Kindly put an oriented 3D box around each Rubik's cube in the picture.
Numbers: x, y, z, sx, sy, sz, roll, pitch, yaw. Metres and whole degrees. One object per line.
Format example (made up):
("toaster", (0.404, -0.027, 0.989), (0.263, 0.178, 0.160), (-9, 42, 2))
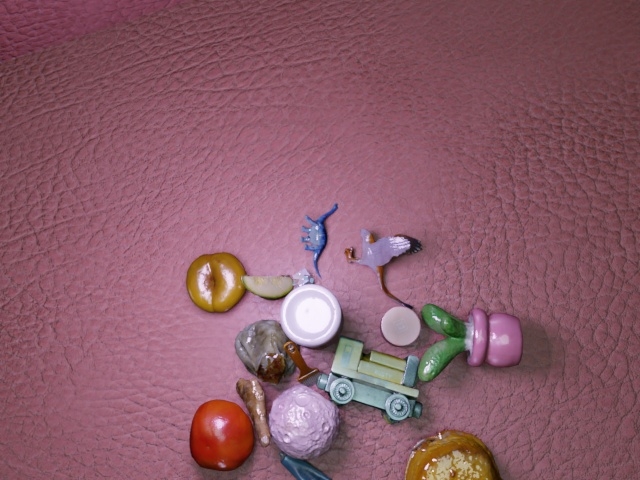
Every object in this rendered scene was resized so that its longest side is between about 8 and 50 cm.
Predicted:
("Rubik's cube", (-0.068, 0.166, 1.907), (0.084, 0.075, 0.073), (-44, 59, 8))

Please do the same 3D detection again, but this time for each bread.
("bread", (0.472, 0.847, 1.624), (0.336, 0.204, 0.358), (-19, 73, -5))

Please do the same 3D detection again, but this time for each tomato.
("tomato", (-0.365, 0.711, 1.722), (0.259, 0.180, 0.260), (2, 98, 15))

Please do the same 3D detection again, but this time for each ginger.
("ginger", (-0.235, 0.603, 1.717), (0.148, 0.081, 0.334), (-63, 37, 25))

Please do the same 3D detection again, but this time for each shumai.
("shumai", (-0.213, 0.407, 1.787), (0.260, 0.222, 0.225), (29, 82, 16))

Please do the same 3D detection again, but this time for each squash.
("squash", (-0.198, 0.177, 1.824), (0.169, 0.252, 0.093), (-12, 76, 2))

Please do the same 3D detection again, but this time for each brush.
("brush", (-0.070, 0.453, 1.732), (0.090, 0.314, 0.017), (-27, 45, -4))

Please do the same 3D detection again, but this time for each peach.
("peach", (-0.416, 0.167, 1.901), (0.251, 0.153, 0.251), (-3, 70, 9))

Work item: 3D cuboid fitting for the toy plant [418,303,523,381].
("toy plant", (0.541, 0.370, 1.722), (0.356, 0.211, 0.317), (7, 52, 5))

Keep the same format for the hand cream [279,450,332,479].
("hand cream", (-0.061, 0.856, 1.749), (0.224, 0.048, 0.083), (35, 78, 7))

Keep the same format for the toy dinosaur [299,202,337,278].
("toy dinosaur", (-0.024, -0.019, 1.950), (0.144, 0.076, 0.329), (19, 75, -24))

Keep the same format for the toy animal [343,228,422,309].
("toy animal", (0.241, 0.106, 1.898), (0.302, 0.225, 0.284), (10, 97, 20))

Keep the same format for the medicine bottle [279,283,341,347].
("medicine bottle", (-0.021, 0.289, 1.720), (0.211, 0.371, 0.211), (-1, 74, 4))

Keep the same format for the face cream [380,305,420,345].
("face cream", (0.304, 0.331, 1.819), (0.149, 0.104, 0.149), (-1, 75, 4))

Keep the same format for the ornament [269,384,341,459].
("ornament", (-0.063, 0.651, 1.689), (0.259, 0.259, 0.225), (29, 69, 11))

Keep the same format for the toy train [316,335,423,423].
("toy train", (0.194, 0.516, 1.758), (0.397, 0.160, 0.253), (15, 69, 7))
